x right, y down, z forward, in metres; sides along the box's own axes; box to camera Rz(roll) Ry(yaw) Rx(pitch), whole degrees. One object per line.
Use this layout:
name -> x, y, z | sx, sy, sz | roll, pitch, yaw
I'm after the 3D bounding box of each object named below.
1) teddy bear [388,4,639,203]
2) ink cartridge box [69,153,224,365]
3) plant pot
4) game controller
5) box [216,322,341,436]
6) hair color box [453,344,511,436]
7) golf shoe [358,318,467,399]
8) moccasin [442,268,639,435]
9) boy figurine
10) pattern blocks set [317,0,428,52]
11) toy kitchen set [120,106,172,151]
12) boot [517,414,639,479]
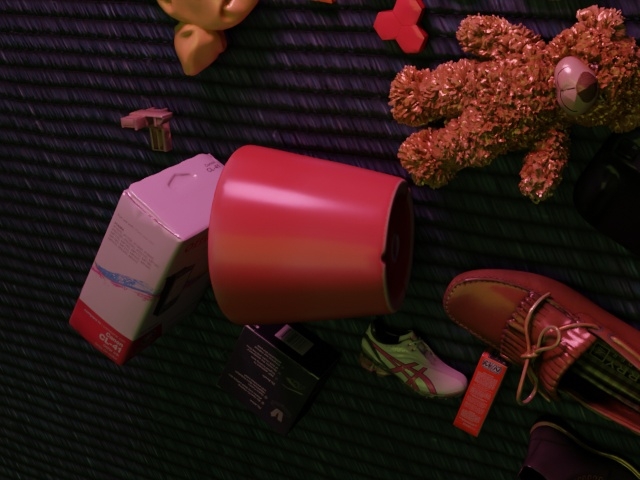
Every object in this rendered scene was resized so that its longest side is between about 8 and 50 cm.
teddy bear -> 0.235, -0.174, 1.053 | 0.338, 0.113, 0.245 | 9, 94, 33
ink cartridge box -> -0.263, 0.030, 1.378 | 0.131, 0.226, 0.306 | 40, 125, 9
plant pot -> 0.000, 0.000, 1.208 | 0.243, 0.275, 0.274 | 4, 113, 19
game controller -> 0.481, -0.016, 1.043 | 0.319, 0.067, 0.166 | 37, 138, 12
box -> -0.074, 0.225, 1.434 | 0.156, 0.093, 0.158 | 35, 123, 12
hair color box -> 0.253, 0.222, 1.259 | 0.043, 0.072, 0.141 | 26, 120, 18
golf shoe -> 0.147, 0.189, 1.308 | 0.186, 0.067, 0.086 | 20, 118, 22
moccasin -> 0.340, 0.161, 1.136 | 0.380, 0.147, 0.139 | 33, 123, 14
boy figurine -> -0.164, -0.377, 1.210 | 0.177, 0.092, 0.285 | 10, 127, 4
pattern blocks set -> 0.052, -0.432, 1.100 | 0.325, 0.026, 0.285 | 37, 131, 12
toy kitchen set -> -0.276, -0.178, 1.382 | 0.068, 0.083, 0.075 | 8, 114, 28
boot -> 0.382, 0.358, 1.203 | 0.198, 0.137, 0.076 | 29, 122, 16
